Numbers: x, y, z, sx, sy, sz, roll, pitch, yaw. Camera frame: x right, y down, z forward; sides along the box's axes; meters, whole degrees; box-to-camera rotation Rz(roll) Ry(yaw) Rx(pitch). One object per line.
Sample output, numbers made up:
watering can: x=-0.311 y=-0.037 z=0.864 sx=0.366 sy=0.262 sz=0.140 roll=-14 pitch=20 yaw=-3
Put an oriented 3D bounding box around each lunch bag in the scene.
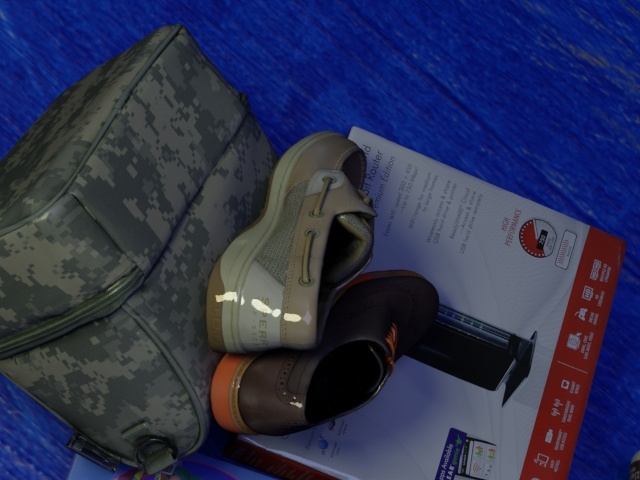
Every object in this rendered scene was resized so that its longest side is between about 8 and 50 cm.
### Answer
lunch bag: x=-0.152 y=0.012 z=1.125 sx=0.256 sy=0.212 sz=0.305 roll=48 pitch=39 yaw=-20

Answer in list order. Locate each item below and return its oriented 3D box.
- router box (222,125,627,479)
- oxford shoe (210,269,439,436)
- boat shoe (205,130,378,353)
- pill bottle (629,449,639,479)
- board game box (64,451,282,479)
router box: x=0.106 y=0.101 z=1.262 sx=0.301 sy=0.082 sz=0.335 roll=22 pitch=67 yaw=-6
oxford shoe: x=0.033 y=0.097 z=1.106 sx=0.271 sy=0.098 sz=0.097 roll=-30 pitch=116 yaw=-46
boat shoe: x=0.000 y=0.000 z=1.101 sx=0.098 sy=0.109 sz=0.302 roll=6 pitch=29 yaw=16
pill bottle: x=0.340 y=0.304 z=1.229 sx=0.117 sy=0.117 sz=0.215 roll=13 pitch=67 yaw=-9
board game box: x=-0.145 y=0.350 z=1.108 sx=0.233 sy=0.078 sz=0.347 roll=20 pitch=66 yaw=-6
